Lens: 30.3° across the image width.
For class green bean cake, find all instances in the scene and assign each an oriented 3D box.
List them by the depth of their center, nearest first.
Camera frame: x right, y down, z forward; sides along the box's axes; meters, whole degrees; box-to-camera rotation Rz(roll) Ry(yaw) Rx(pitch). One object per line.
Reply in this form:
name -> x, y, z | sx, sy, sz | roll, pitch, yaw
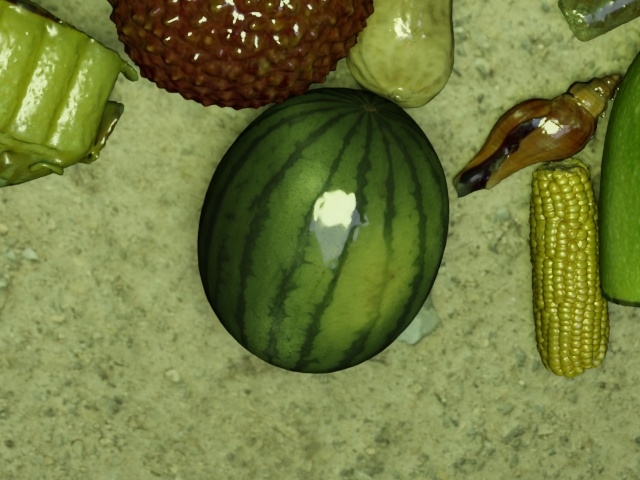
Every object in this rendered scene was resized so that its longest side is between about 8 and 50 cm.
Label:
green bean cake -> -0.397, -0.169, 1.257 | 0.310, 0.285, 0.202 | 24, 85, -41

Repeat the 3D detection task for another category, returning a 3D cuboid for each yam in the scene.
yam -> 0.433, -0.318, 1.387 | 0.317, 0.071, 0.067 | -23, 145, 2

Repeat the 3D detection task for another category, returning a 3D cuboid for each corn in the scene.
corn -> 0.319, 0.048, 1.513 | 0.101, 0.101, 0.310 | -9, 114, -4

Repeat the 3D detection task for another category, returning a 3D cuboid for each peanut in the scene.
peanut -> 0.091, -0.255, 1.336 | 0.129, 0.129, 0.224 | -4, 112, -6

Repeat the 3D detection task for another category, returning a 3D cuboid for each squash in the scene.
squash -> 0.439, -0.112, 1.378 | 0.310, 0.310, 0.309 | -18, 101, 0

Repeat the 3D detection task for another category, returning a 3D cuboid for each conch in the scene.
conch -> 0.265, -0.130, 1.438 | 0.233, 0.080, 0.086 | -22, 92, 0

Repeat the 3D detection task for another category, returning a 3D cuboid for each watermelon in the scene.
watermelon -> 0.000, 0.000, 1.352 | 0.279, 0.279, 0.359 | 13, 117, -13

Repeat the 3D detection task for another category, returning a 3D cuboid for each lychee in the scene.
lychee -> -0.084, -0.272, 1.234 | 0.276, 0.304, 0.275 | 2, 85, -27
